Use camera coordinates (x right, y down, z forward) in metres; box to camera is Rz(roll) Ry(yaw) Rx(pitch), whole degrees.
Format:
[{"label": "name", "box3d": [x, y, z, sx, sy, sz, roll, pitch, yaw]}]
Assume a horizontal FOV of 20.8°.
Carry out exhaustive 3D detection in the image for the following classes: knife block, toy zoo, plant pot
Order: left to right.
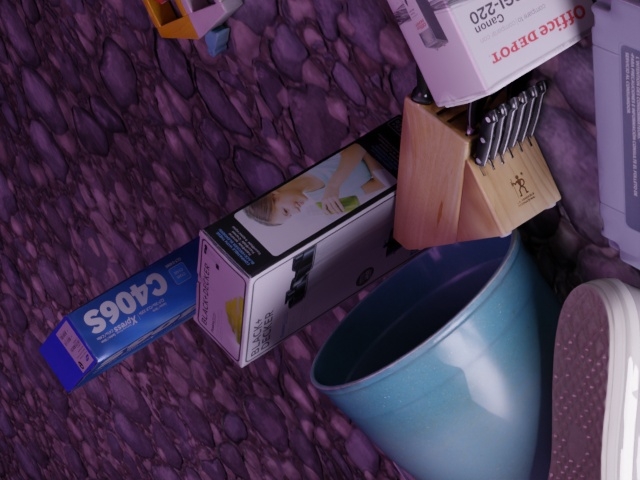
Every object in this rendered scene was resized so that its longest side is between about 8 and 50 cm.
[{"label": "toy zoo", "box3d": [-0.192, -0.364, 2.171, 0.192, 0.030, 0.293, -6, 112, 60]}, {"label": "knife block", "box3d": [0.135, -0.122, 1.814, 0.275, 0.088, 0.242, -11, 107, 61]}, {"label": "plant pot", "box3d": [0.173, 0.160, 1.869, 0.255, 0.271, 0.271, 51, 154, -13]}]

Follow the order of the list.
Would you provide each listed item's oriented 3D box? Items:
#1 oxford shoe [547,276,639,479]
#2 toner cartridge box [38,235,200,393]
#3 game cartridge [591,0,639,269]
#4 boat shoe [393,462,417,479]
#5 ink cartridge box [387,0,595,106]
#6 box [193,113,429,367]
[{"label": "oxford shoe", "box3d": [0.299, 0.257, 1.734, 0.169, 0.130, 0.449, -151, 63, -65]}, {"label": "toner cartridge box", "box3d": [-0.183, 0.062, 2.235, 0.075, 0.348, 0.165, 57, 153, 3]}, {"label": "game cartridge", "box3d": [0.334, -0.081, 1.568, 0.198, 0.062, 0.297, 27, 139, 39]}, {"label": "boat shoe", "box3d": [0.143, 0.259, 2.156, 0.320, 0.118, 0.103, 48, 157, 27]}, {"label": "ink cartridge box", "box3d": [0.140, -0.253, 1.599, 0.092, 0.158, 0.218, -6, 112, 59]}, {"label": "box", "box3d": [0.000, 0.000, 1.937, 0.087, 0.290, 0.169, 45, 148, 25]}]
